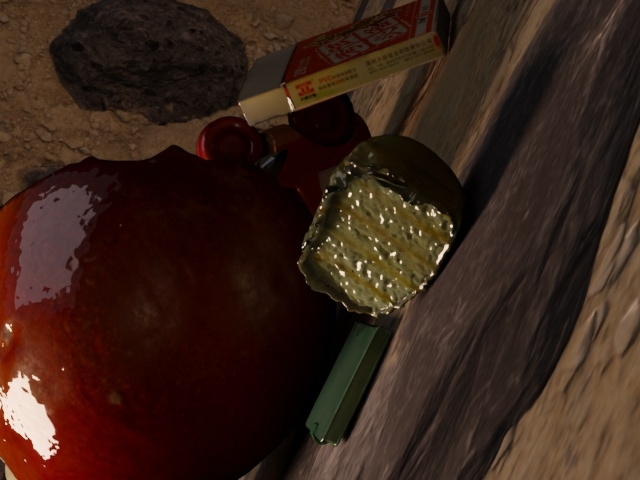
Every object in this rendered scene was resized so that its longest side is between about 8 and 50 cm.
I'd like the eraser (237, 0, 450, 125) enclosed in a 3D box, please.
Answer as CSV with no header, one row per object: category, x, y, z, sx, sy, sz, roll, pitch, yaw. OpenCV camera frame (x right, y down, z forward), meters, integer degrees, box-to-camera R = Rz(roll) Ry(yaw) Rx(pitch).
eraser,0.028,-0.200,1.780,0.230,0.038,0.157,-19,21,14

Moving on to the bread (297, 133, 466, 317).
bread,0.056,-0.027,1.158,0.110,0.103,0.156,-55,2,-36

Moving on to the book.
book,0.020,0.113,1.280,0.103,0.017,0.135,-64,5,-4

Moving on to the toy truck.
toy truck,-0.038,-0.027,1.878,0.265,0.239,0.189,-24,-12,-20

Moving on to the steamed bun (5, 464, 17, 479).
steamed bun,-0.259,0.264,2.271,0.339,0.247,0.352,31,-93,-52

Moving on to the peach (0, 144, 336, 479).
peach,-0.161,0.099,1.530,0.406,0.335,0.310,-33,62,47
